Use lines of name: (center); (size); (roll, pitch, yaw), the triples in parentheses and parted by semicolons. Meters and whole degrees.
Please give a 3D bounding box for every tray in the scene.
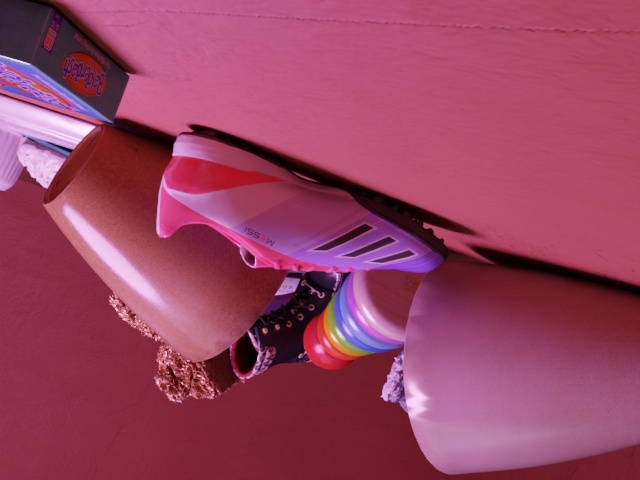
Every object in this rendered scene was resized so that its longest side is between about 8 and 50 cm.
tray: (-0.336, -0.142, 1.278); (0.271, 0.030, 0.145); (18, 174, 8)

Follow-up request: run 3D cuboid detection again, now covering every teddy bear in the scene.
teddy bear: (-0.220, 0.082, 1.520); (0.113, 0.245, 0.337); (-10, 113, 41)

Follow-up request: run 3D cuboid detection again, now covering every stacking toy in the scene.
stacking toy: (0.063, 0.113, 1.369); (0.141, 0.141, 0.330); (20, 155, -11)

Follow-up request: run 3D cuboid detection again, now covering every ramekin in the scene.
ramekin: (-0.550, -0.154, 1.485); (0.207, 0.109, 0.207); (19, 175, 2)

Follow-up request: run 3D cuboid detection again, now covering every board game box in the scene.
board game box: (-0.276, -0.160, 0.752); (0.210, 0.047, 0.160); (17, 175, 11)

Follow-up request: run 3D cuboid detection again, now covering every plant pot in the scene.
plant pot: (-0.194, -0.019, 1.161); (0.254, 0.237, 0.237); (37, 168, -24)
plant pot: (0.274, 0.141, 1.087); (0.274, 0.256, 0.256); (-5, 162, 34)

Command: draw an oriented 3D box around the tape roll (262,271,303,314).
tape roll: (-0.108, 0.126, 1.748); (0.275, 0.090, 0.275); (-4, -171, 1)

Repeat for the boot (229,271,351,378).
boot: (-0.041, 0.109, 1.514); (0.085, 0.236, 0.179); (35, -150, 31)

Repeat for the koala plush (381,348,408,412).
koala plush: (0.172, 0.172, 1.463); (0.196, 0.221, 0.203); (38, 145, -27)

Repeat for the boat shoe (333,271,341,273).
boat shoe: (0.000, 0.000, 1.409); (0.063, 0.066, 0.184); (32, -176, 26)

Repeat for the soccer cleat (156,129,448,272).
soccer cleat: (-0.017, -0.011, 1.014); (0.318, 0.116, 0.109); (21, 175, -18)

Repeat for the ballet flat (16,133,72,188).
ballet flat: (-0.258, -0.044, 1.375); (0.409, 0.146, 0.147); (18, 175, 4)

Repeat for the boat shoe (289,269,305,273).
boat shoe: (-0.036, 0.066, 2.242); (0.320, 0.116, 0.099); (26, 131, -4)
